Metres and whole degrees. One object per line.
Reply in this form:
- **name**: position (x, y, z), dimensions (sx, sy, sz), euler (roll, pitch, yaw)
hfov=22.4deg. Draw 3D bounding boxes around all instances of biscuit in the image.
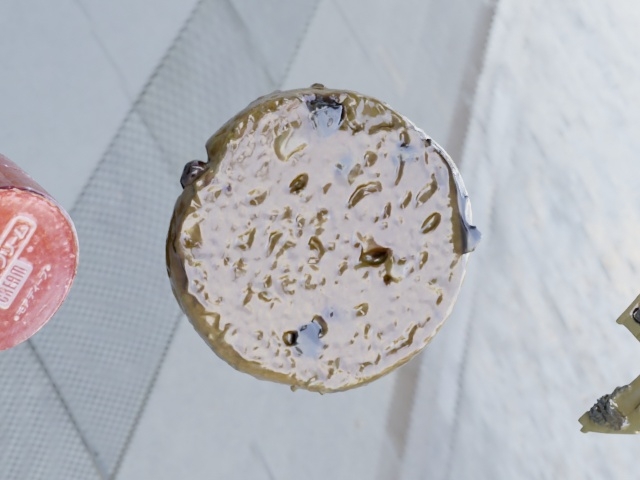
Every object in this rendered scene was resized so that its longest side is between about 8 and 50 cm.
- **biscuit**: position (0.000, 0.000, 1.454), dimensions (0.296, 0.296, 0.075), euler (52, -8, -22)

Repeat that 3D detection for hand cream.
- **hand cream**: position (-0.351, 0.007, 1.615), dimensions (0.193, 0.193, 0.125), euler (38, -2, -44)

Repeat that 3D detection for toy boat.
- **toy boat**: position (0.238, 0.052, 1.035), dimensions (0.077, 0.200, 0.057), euler (46, 19, 28)
